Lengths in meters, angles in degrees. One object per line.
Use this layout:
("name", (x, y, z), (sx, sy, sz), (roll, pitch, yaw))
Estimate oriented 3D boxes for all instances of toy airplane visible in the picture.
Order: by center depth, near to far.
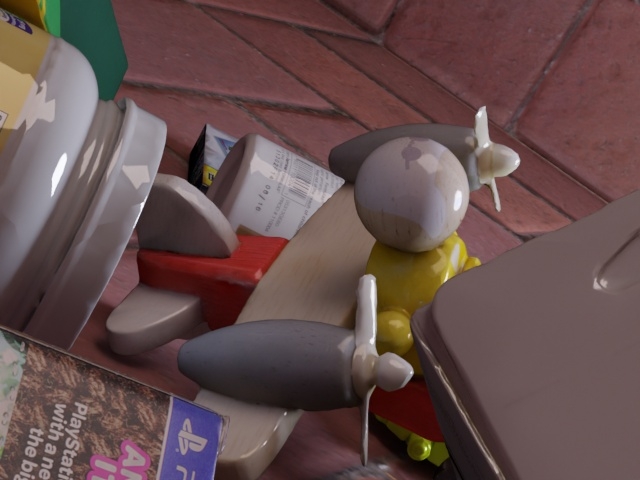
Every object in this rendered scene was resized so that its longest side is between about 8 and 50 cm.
("toy airplane", (0.024, 0.024, 1.285), (0.384, 0.272, 0.386), (-4, 41, -26))

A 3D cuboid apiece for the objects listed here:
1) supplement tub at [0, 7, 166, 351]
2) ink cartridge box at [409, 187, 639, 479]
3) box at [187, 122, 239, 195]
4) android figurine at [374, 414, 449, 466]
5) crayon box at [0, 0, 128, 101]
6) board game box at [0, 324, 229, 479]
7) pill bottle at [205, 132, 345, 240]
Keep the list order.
("supplement tub", (-0.294, -0.063, 1.080), (0.331, 0.241, 0.241), (26, 16, -15))
("ink cartridge box", (0.238, 0.132, 1.029), (0.166, 0.285, 0.395), (62, -3, 33))
("box", (-0.066, -0.044, 1.788), (0.159, 0.044, 0.233), (27, 16, -11))
("android figurine", (0.129, 0.160, 1.502), (0.248, 0.056, 0.273), (31, 15, -2))
("crayon box", (-0.347, -0.222, 1.196), (0.362, 0.106, 0.313), (12, -31, 11))
("board game box", (-0.207, 0.141, 0.616), (0.291, 0.141, 0.232), (25, 51, -21))
("pill bottle", (0.000, 0.000, 1.617), (0.229, 0.131, 0.131), (27, 16, -14))
